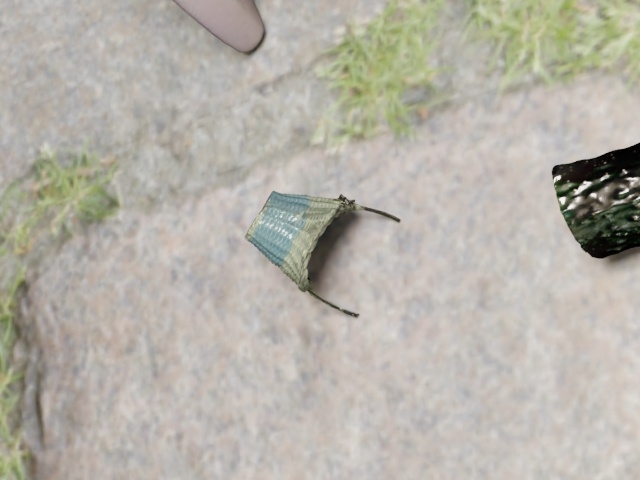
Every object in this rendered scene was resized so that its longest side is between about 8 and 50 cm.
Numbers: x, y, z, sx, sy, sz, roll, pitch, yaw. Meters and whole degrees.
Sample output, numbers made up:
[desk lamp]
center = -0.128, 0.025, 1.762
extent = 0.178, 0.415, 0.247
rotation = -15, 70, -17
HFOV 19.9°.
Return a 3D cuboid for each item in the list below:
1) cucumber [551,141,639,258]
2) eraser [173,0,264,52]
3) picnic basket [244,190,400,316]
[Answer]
[cucumber]
center = 0.225, -0.048, 0.934
extent = 0.214, 0.058, 0.052
rotation = -21, 38, 27
[eraser]
center = -0.135, -0.229, 1.095
extent = 0.059, 0.243, 0.204
rotation = -44, 62, 2
[picnic basket]
center = 0.000, 0.000, 1.076
extent = 0.083, 0.083, 0.065
rotation = 27, 92, -4
